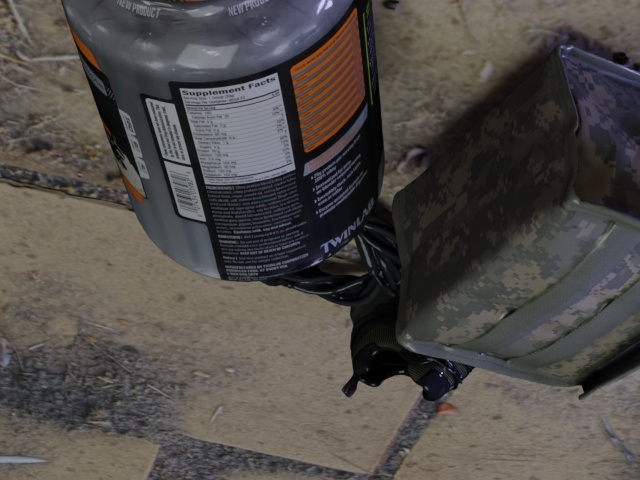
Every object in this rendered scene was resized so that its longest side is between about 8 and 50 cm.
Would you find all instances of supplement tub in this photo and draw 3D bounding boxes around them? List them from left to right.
[{"bbox_3d":[-0.059,-0.128,0.967,0.193,0.194,0.316,4,147,8],"label":"supplement tub"}]

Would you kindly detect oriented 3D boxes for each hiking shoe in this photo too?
[{"bbox_3d":[0.129,0.096,1.341,0.227,0.114,0.086,-11,143,29],"label":"hiking shoe"}]

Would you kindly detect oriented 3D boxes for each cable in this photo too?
[{"bbox_3d":[0.000,0.000,1.300,0.184,0.047,0.150,28,138,-23],"label":"cable"}]

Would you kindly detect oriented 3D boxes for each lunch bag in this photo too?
[{"bbox_3d":[0.233,0.009,1.135,0.287,0.169,0.235,16,145,-25],"label":"lunch bag"}]
